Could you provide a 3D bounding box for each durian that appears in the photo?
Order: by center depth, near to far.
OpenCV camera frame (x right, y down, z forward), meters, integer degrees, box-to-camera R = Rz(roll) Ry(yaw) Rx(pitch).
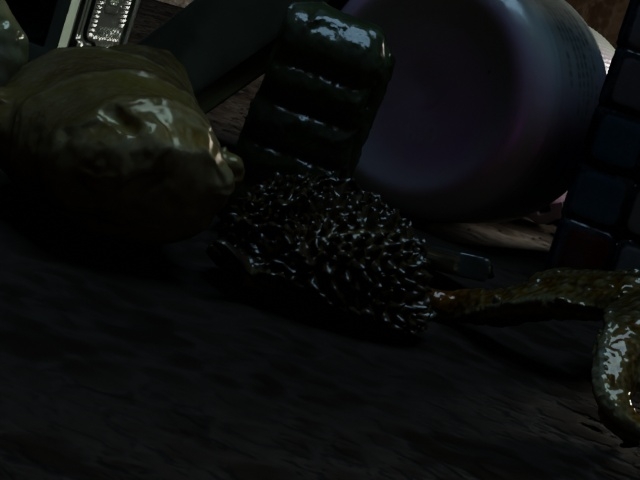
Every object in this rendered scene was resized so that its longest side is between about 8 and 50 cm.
[{"bbox_3d":[0.000,0.000,1.194,0.148,0.091,0.188,26,14,41],"label":"durian"}]

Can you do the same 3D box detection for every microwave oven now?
[{"bbox_3d":[-0.273,-0.298,2.025,0.122,0.208,0.162,23,10,24],"label":"microwave oven"}]

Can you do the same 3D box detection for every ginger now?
[{"bbox_3d":[-0.144,-0.072,1.255,0.189,0.126,0.354,8,7,-2],"label":"ginger"}]

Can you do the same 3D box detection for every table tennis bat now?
[{"bbox_3d":[0.081,0.011,1.412,0.130,0.019,0.220,13,1,-16],"label":"table tennis bat"}]

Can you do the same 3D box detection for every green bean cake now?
[{"bbox_3d":[-0.009,-0.093,1.434,0.094,0.183,0.185,20,9,-2],"label":"green bean cake"}]

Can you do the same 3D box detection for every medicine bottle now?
[{"bbox_3d":[0.168,-0.145,1.845,0.256,0.256,0.325,23,12,26],"label":"medicine bottle"}]

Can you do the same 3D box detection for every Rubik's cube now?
[{"bbox_3d":[0.410,-0.063,1.741,0.293,0.287,0.292,20,10,14],"label":"Rubik's cube"}]

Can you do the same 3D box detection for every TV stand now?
[{"bbox_3d":[-0.067,-0.224,1.834,0.088,0.269,0.083,61,21,10],"label":"TV stand"}]

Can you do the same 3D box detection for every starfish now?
[{"bbox_3d":[0.238,0.066,1.236,0.375,0.094,0.327,11,8,27],"label":"starfish"}]

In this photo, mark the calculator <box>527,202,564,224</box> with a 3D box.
[{"bbox_3d":[0.256,-0.070,2.030,0.024,0.103,0.166,-27,6,-37],"label":"calculator"}]

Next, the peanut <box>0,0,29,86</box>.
[{"bbox_3d":[-0.361,-0.170,1.302,0.313,0.152,0.152,20,9,16],"label":"peanut"}]
